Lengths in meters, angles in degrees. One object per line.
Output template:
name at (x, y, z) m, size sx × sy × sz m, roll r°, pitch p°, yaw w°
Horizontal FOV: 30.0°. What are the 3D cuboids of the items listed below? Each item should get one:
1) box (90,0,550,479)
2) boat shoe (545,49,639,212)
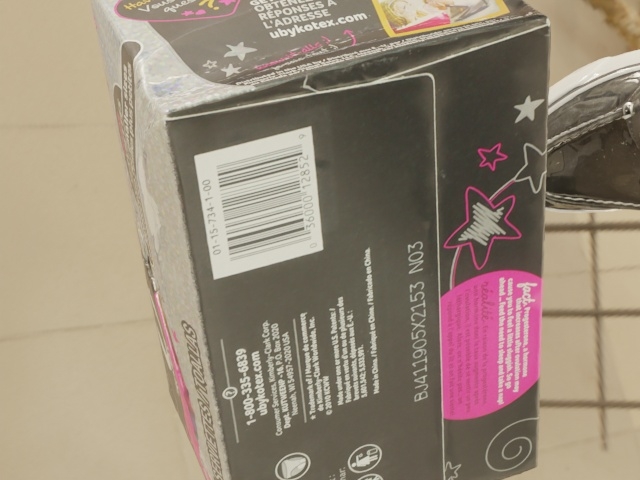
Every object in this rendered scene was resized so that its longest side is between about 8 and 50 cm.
box at (0.000, 0.000, 0.554) m, size 0.163 × 0.142 × 0.247 m, roll -16°, pitch 126°, yaw -14°
boat shoe at (0.250, -0.066, 0.775) m, size 0.108 × 0.301 × 0.102 m, roll 65°, pitch 34°, yaw -23°
